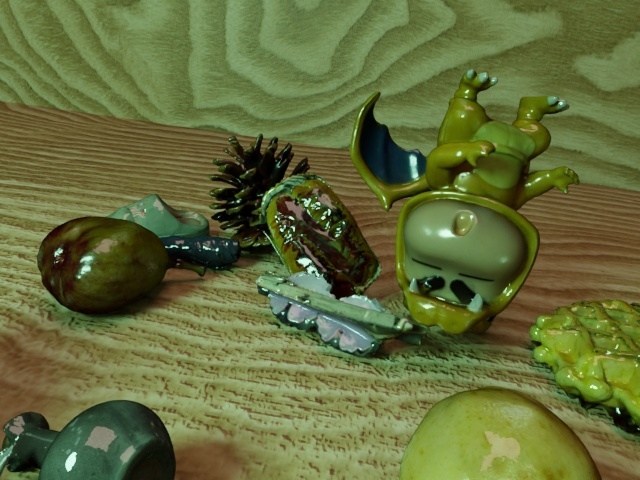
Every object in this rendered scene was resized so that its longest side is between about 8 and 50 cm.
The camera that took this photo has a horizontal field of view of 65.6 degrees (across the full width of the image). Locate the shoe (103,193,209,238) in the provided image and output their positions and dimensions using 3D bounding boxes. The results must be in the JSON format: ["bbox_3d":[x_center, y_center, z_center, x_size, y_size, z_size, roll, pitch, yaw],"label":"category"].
[{"bbox_3d":[-0.357,-0.047,1.065,0.251,0.100,0.103,-5,25,-35],"label":"shoe"}]

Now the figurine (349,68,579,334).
[{"bbox_3d":[0.260,-0.051,0.824,0.401,0.387,0.268,10,4,-37],"label":"figurine"}]

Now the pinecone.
[{"bbox_3d":[-0.125,-0.103,1.065,0.264,0.264,0.264,6,21,-3],"label":"pinecone"}]

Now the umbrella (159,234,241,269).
[{"bbox_3d":[-0.280,0.022,0.974,0.248,0.071,0.071,2,21,-3],"label":"umbrella"}]

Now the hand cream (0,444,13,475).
[{"bbox_3d":[-0.290,0.259,0.350,0.055,0.086,0.235,47,9,-26],"label":"hand cream"}]

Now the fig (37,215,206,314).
[{"bbox_3d":[-0.311,0.039,0.832,0.170,0.146,0.274,28,16,39],"label":"fig"}]

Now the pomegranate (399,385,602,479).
[{"bbox_3d":[0.153,0.225,0.421,0.196,0.196,0.196,6,21,-3],"label":"pomegranate"}]

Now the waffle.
[{"bbox_3d":[0.538,0.193,0.775,0.382,0.095,0.379,-7,24,-38],"label":"waffle"}]

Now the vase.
[{"bbox_3d":[-0.227,0.204,0.463,0.183,0.120,0.120,2,17,26],"label":"vase"}]

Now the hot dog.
[{"bbox_3d":[0.000,0.000,0.906,0.162,0.082,0.270,-29,77,-14],"label":"hot dog"}]

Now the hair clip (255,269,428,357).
[{"bbox_3d":[0.019,0.111,0.778,0.292,0.084,0.106,16,66,28],"label":"hair clip"}]
